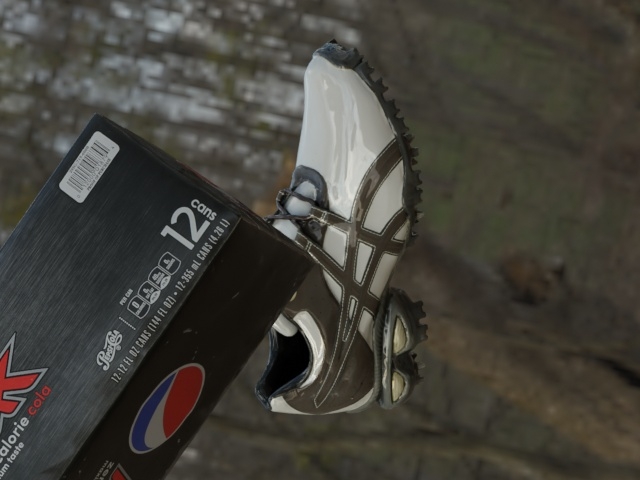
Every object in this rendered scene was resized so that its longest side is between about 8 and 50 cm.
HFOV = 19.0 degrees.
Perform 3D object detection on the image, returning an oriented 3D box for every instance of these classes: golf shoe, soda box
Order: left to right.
[{"bbox_3d":[-0.076,0.054,0.501,0.169,0.053,0.060,-55,-23,1],"label":"soda box"},{"bbox_3d":[0.000,0.000,0.970,0.077,0.094,0.198,24,123,61],"label":"golf shoe"}]
